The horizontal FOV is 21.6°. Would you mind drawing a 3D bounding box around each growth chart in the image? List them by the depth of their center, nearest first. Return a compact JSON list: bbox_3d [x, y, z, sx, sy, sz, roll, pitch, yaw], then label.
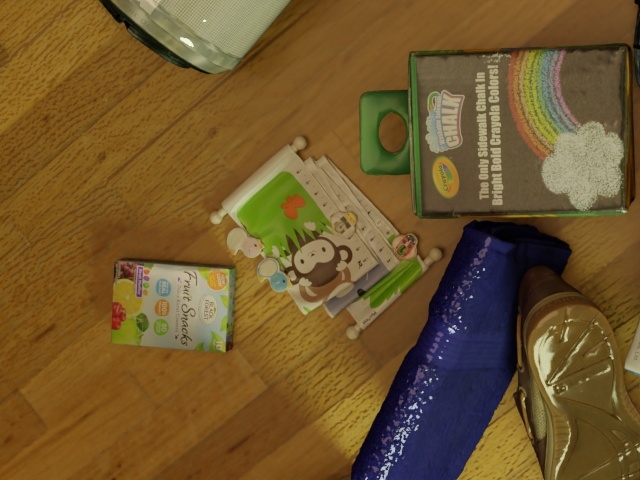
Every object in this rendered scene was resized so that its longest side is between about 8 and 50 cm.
[{"bbox_3d":[0.000,0.000,1.931,0.237,0.021,0.172,42,103,7],"label":"growth chart"}]

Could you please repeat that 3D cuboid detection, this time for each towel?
[{"bbox_3d":[0.146,0.121,1.813,0.076,0.228,0.308,30,101,28],"label":"towel"}]

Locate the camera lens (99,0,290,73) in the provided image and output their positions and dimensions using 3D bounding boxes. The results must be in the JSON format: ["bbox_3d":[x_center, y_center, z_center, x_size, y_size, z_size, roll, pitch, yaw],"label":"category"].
[{"bbox_3d":[-0.111,-0.336,1.823,0.219,0.219,0.274,43,101,6],"label":"camera lens"}]

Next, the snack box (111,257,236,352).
[{"bbox_3d":[-0.172,0.075,1.964,0.141,0.037,0.100,4,97,11],"label":"snack box"}]

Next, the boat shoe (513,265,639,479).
[{"bbox_3d":[0.271,0.175,1.813,0.123,0.123,0.342,-22,124,-3],"label":"boat shoe"}]

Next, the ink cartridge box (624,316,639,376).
[{"bbox_3d":[0.541,0.075,1.685,0.395,0.151,0.270,18,90,29],"label":"ink cartridge box"}]

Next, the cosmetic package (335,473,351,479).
[{"bbox_3d":[-0.104,0.410,1.900,0.365,0.197,0.155,-23,90,14],"label":"cosmetic package"}]

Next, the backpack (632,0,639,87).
[{"bbox_3d":[0.387,-0.202,1.793,0.105,0.084,0.114,4,98,2],"label":"backpack"}]

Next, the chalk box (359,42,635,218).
[{"bbox_3d":[0.188,-0.118,1.801,0.289,0.179,0.180,0,96,13],"label":"chalk box"}]
